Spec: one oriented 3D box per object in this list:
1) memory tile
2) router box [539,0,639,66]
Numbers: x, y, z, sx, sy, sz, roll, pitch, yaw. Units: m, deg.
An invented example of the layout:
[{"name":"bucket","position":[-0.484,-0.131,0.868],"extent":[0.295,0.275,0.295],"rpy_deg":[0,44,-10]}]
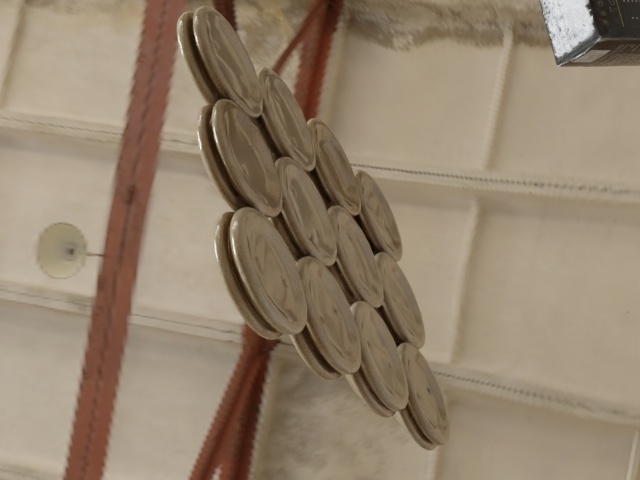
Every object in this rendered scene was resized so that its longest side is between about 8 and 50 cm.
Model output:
[{"name":"memory tile","position":[0.000,0.000,0.409],"extent":[0.012,0.148,0.113],"rpy_deg":[-24,-123,17]},{"name":"router box","position":[0.155,-0.153,0.683],"extent":[0.092,0.038,0.122],"rpy_deg":[-5,-104,-30]}]
